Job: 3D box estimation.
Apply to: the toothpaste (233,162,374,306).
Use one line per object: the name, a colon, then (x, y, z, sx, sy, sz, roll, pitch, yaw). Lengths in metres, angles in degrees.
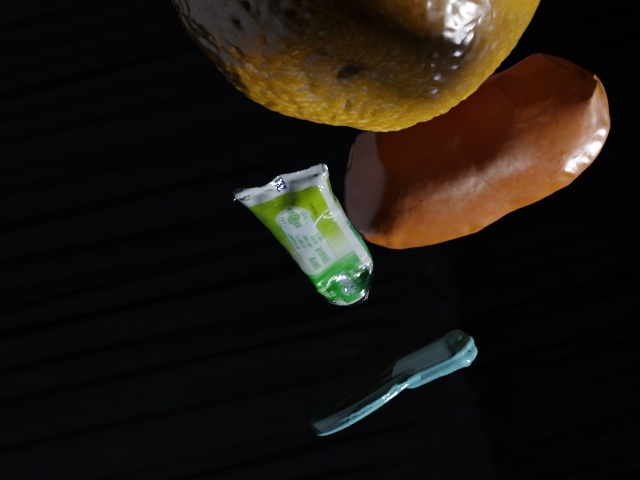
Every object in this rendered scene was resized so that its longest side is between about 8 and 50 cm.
toothpaste: (0.000, 0.000, 1.408, 0.248, 0.078, 0.047, 55, 20, -62)

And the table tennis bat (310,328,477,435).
table tennis bat: (0.067, 0.126, 1.540, 0.033, 0.201, 0.124, 54, 46, -4)

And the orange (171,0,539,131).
orange: (0.031, -0.273, 1.359, 0.322, 0.322, 0.357, 67, 28, -57)

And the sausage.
sausage: (0.136, -0.076, 1.505, 0.133, 0.258, 0.133, 56, 19, -31)
